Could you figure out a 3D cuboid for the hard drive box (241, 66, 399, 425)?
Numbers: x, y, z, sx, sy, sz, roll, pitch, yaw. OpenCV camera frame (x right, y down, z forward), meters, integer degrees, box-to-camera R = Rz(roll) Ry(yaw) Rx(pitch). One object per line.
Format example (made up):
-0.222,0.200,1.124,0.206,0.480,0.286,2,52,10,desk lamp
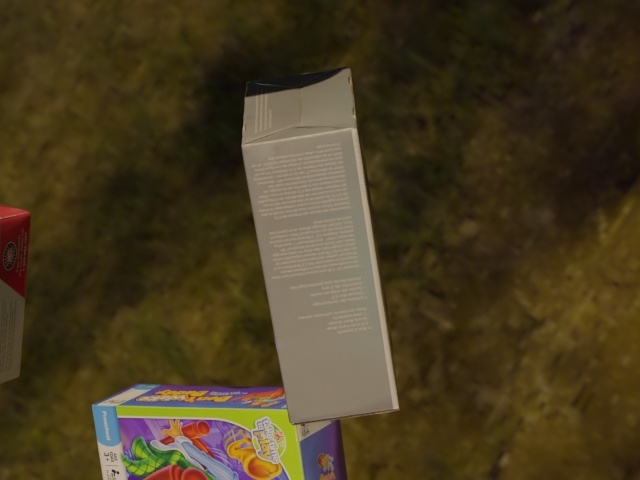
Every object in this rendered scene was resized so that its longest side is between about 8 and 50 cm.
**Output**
0.000,0.000,1.349,0.181,0.089,0.232,-92,-7,-69,hard drive box

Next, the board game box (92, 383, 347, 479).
-0.080,0.314,1.632,0.233,0.347,0.078,-3,10,31,board game box

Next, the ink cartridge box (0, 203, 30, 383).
-0.302,0.041,1.168,0.176,0.127,0.128,-18,-63,-65,ink cartridge box
